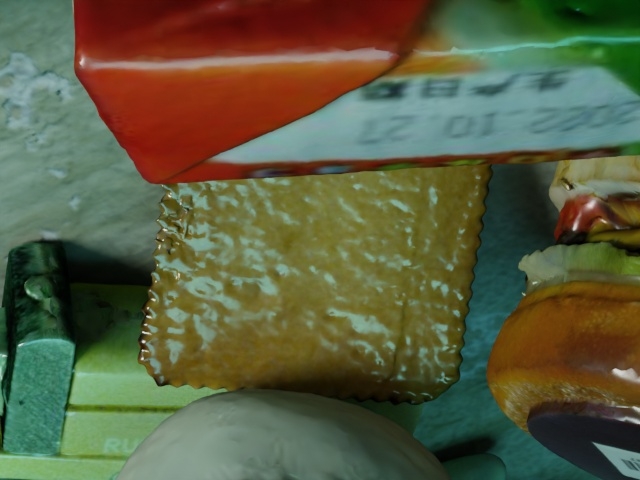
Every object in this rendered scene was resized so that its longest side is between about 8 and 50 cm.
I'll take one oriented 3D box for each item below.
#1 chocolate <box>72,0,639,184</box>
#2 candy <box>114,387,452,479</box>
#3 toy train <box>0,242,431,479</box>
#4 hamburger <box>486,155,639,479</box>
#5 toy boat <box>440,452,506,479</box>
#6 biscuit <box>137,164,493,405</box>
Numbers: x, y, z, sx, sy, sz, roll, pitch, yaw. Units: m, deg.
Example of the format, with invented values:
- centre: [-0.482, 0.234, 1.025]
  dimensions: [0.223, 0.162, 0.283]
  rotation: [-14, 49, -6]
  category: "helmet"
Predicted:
- centre: [0.046, -0.204, 0.942]
  dimensions: [0.341, 0.360, 0.161]
  rotation: [-3, 152, -4]
  category: "chocolate"
- centre: [-0.024, 0.235, 1.326]
  dimensions: [0.295, 0.185, 0.295]
  rotation: [-1, 107, -4]
  category: "candy"
- centre: [-0.105, 0.134, 1.441]
  dimensions: [0.397, 0.160, 0.253]
  rotation: [4, 131, -14]
  category: "toy train"
- centre: [0.289, 0.047, 1.265]
  dimensions: [0.330, 0.250, 0.330]
  rotation: [19, 164, 6]
  category: "hamburger"
- centre: [0.080, 0.311, 1.706]
  dimensions: [0.215, 0.123, 0.330]
  rotation: [38, 115, -21]
  category: "toy boat"
- centre: [0.000, 0.000, 1.315]
  dimensions: [0.237, 0.013, 0.232]
  rotation: [5, 103, -15]
  category: "biscuit"
